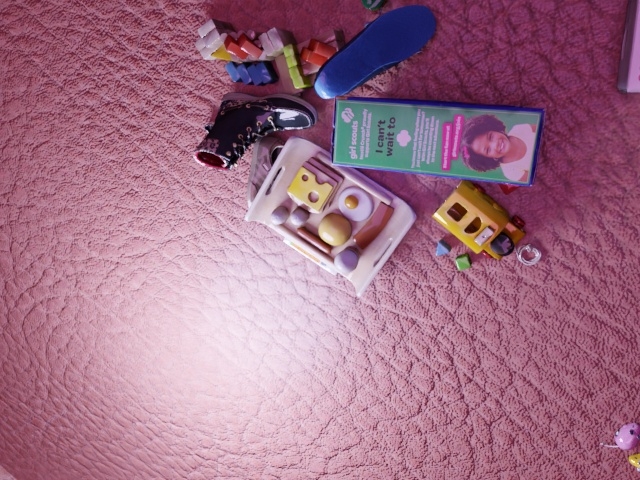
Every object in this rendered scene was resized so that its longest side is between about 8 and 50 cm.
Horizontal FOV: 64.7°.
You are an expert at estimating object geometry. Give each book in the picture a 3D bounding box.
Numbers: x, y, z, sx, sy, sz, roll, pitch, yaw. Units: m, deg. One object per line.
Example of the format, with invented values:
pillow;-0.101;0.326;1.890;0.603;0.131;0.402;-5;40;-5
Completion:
book;0.000;0.000;1.148;0.144;0.035;0.096;35;114;7

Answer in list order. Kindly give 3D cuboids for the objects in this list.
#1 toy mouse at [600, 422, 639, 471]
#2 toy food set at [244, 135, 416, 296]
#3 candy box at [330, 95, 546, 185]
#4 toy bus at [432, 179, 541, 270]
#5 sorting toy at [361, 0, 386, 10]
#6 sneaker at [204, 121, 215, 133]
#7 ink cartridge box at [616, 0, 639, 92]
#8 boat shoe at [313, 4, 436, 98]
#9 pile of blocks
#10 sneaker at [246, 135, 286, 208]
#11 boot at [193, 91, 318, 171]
toy mouse;0.657;0.405;1.009;0.160;0.031;0.143;10;109;19
toy food set;0.014;-0.049;1.062;0.306;0.092;0.220;33;113;3
candy box;0.209;-0.180;0.880;0.316;0.268;0.122;7;105;19
toy bus;0.315;-0.025;0.976;0.202;0.104;0.191;-4;104;23
sorting toy;0.191;-0.528;0.906;0.274;0.046;0.132;-15;99;25
sneaker;-0.235;-0.240;1.165;0.083;0.037;0.032;38;114;5
ink cartridge box;0.596;-0.313;0.787;0.212;0.093;0.155;5;108;22
boat shoe;0.090;-0.360;0.948;0.258;0.089;0.109;-28;107;-5
pile of blocks;-0.113;-0.368;1.038;0.361;0.112;0.149;12;109;18
sneaker;-0.118;-0.138;1.133;0.071;0.066;0.189;13;110;19
boot;-0.137;-0.220;1.053;0.236;0.179;0.085;12;151;23
